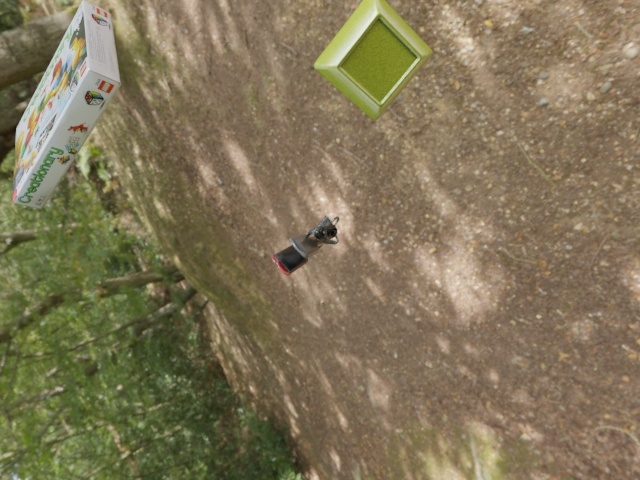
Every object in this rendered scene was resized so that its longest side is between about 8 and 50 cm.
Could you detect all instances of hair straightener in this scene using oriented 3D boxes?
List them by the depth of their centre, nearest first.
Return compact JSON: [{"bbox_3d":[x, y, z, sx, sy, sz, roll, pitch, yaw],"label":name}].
[{"bbox_3d":[0.000,0.000,0.811,0.047,0.089,0.230,49,-161,10],"label":"hair straightener"}]

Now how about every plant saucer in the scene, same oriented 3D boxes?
[{"bbox_3d":[0.115,-0.368,0.982,0.188,0.188,0.045,34,-164,-26],"label":"plant saucer"}]

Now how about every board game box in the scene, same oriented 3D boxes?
[{"bbox_3d":[-0.436,-0.221,0.810,0.305,0.053,0.193,-42,52,28],"label":"board game box"}]
